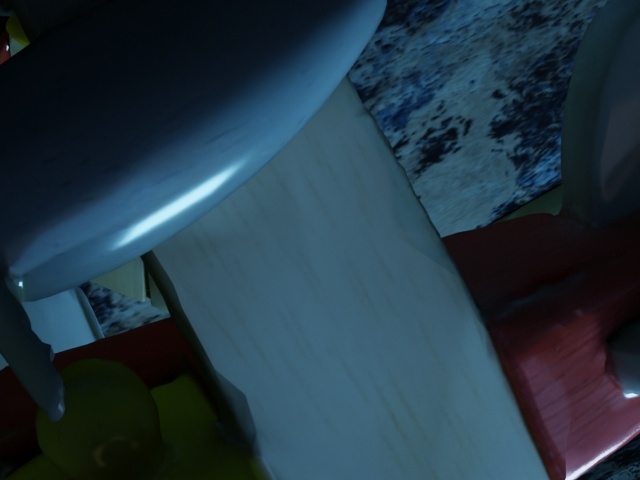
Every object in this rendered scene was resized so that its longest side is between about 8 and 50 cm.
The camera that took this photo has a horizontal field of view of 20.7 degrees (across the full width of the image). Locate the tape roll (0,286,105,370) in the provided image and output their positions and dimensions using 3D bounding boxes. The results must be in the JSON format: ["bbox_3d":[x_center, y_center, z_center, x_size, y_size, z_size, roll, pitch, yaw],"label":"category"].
[{"bbox_3d":[-0.250,0.132,1.030,0.286,0.100,0.286,-25,160,-10],"label":"tape roll"}]

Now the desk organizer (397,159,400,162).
[{"bbox_3d":[0.000,0.000,1.108,0.130,0.050,0.047,-34,160,15],"label":"desk organizer"}]

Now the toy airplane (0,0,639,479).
[{"bbox_3d":[0.011,0.088,0.562,0.386,0.272,0.384,21,114,-12],"label":"toy airplane"}]

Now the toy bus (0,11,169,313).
[{"bbox_3d":[-0.071,-0.059,0.726,0.202,0.191,0.104,-10,-139,45],"label":"toy bus"}]

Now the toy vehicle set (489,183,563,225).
[{"bbox_3d":[0.148,0.027,1.397,0.267,0.035,0.166,-30,160,5],"label":"toy vehicle set"}]
